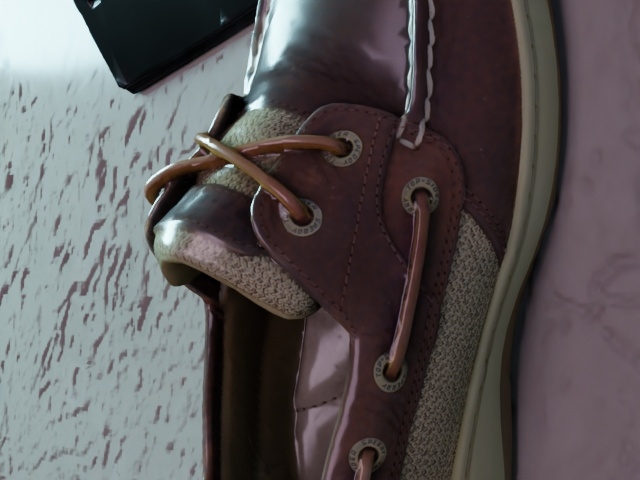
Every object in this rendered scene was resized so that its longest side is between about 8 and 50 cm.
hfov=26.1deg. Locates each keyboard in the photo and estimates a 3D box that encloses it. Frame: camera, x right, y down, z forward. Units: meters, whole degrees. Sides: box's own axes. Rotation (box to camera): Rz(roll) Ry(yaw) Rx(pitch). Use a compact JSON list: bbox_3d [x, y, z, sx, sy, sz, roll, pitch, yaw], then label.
[{"bbox_3d":[-0.053,-0.146,0.649,0.192,0.038,0.100,-22,97,46],"label":"keyboard"}]

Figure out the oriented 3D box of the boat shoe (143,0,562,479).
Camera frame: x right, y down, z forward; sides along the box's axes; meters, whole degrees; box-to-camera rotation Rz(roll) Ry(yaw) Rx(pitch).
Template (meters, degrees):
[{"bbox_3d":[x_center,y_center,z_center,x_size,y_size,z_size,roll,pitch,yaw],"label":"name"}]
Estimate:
[{"bbox_3d":[0.000,0.000,0.506,0.123,0.123,0.342,9,97,49],"label":"boat shoe"}]
